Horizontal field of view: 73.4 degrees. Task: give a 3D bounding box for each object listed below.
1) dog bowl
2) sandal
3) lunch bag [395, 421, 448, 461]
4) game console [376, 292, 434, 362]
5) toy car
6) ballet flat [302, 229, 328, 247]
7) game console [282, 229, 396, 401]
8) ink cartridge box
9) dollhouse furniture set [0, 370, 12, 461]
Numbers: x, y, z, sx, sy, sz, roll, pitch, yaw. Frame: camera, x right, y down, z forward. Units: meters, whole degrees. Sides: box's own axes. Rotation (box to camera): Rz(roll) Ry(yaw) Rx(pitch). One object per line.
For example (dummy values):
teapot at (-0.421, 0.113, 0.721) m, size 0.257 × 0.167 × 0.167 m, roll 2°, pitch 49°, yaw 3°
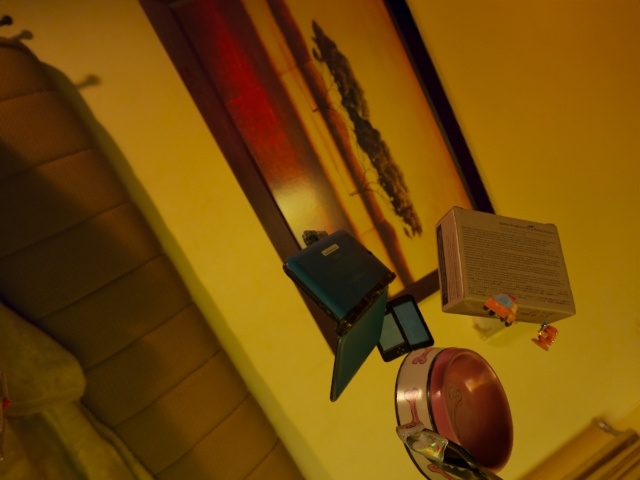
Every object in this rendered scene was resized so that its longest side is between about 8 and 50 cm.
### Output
dog bowl at (0.410, 0.502, 1.270) m, size 0.150 × 0.408 × 0.407 m, roll -30°, pitch -89°, yaw 42°
sandal at (0.333, 0.507, 0.988) m, size 0.255 × 0.054 × 0.097 m, roll 28°, pitch 5°, yaw 5°
lunch bag at (0.193, 0.384, 0.831) m, size 0.084 × 0.053 × 0.071 m, roll 19°, pitch -14°, yaw 0°
game console at (0.196, 0.225, 1.096) m, size 0.085 × 0.124 × 0.143 m, roll 116°, pitch -49°, yaw -75°
toy car at (0.274, 0.107, 0.575) m, size 0.060 × 0.040 × 0.122 m, roll 36°, pitch 2°, yaw -32°
ballet flat at (0.000, 0.000, 1.185) m, size 0.070 × 0.070 × 0.188 m, roll 57°, pitch 5°, yaw 13°
game console at (0.039, 0.140, 0.917) m, size 0.250 × 0.173 × 0.293 m, roll 43°, pitch 27°, yaw 10°
ink cartridge box at (0.352, 0.052, 0.836) m, size 0.088 × 0.235 × 0.193 m, roll 118°, pitch -22°, yaw -60°
dollhouse furniture set at (-0.675, 0.345, 0.736) m, size 0.135 × 0.259 × 0.262 m, roll 51°, pitch 3°, yaw 42°
